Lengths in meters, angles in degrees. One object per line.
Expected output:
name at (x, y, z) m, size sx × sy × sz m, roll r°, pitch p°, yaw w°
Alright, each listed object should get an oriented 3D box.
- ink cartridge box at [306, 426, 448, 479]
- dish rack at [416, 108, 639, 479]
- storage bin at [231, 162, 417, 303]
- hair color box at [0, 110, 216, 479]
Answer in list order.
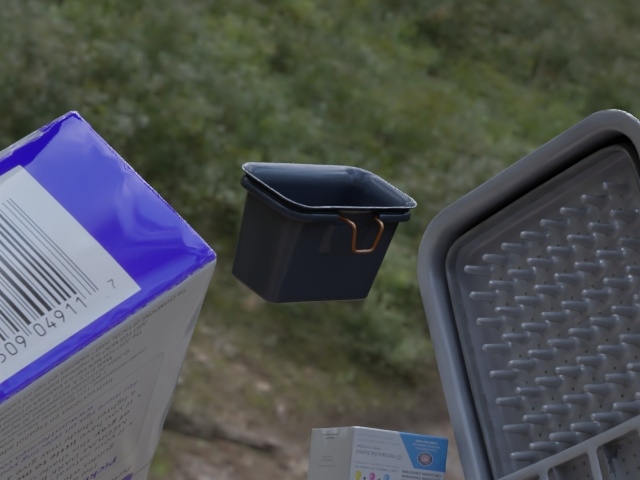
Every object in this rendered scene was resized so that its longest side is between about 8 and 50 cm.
ink cartridge box at (0.043, 0.233, 1.499) m, size 0.092 × 0.143 × 0.090 m, roll 10°, pitch -11°, yaw -22°
dish rack at (0.217, 0.090, 1.453) m, size 0.072 × 0.333 × 0.285 m, roll 5°, pitch -27°, yaw -39°
storage bin at (0.000, 0.000, 1.386) m, size 0.135 × 0.091 × 0.098 m, roll -2°, pitch 26°, yaw -42°
hair color box at (-0.175, 0.109, 0.858) m, size 0.185 × 0.339 × 0.110 m, roll -34°, pitch 69°, yaw -33°
